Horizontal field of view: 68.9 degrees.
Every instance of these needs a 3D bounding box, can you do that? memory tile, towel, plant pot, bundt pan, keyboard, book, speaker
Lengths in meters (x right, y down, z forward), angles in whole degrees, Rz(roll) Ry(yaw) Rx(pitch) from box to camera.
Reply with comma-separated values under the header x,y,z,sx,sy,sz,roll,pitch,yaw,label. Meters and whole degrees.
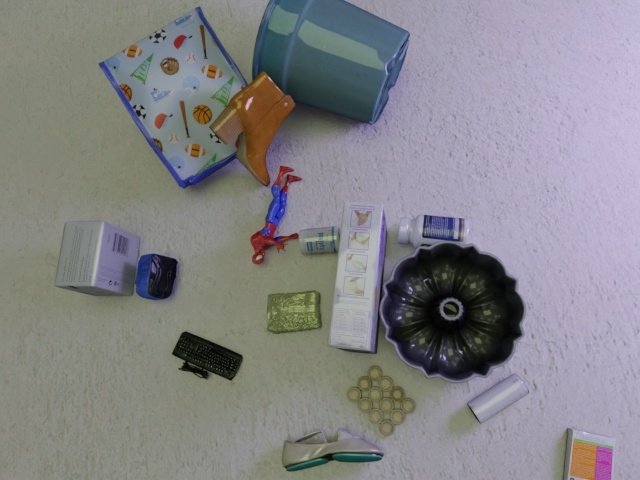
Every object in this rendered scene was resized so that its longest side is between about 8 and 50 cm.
x,y,z,sx,sy,sz,roll,pitch,yaw,label
0.150,0.394,1.154,0.148,0.012,0.113,42,86,18,memory tile
-0.072,0.190,1.241,0.148,0.027,0.109,-6,75,9,towel
0.041,-0.493,1.265,0.334,0.341,0.340,24,80,8,plant pot
0.310,0.172,1.128,0.331,0.124,0.330,-3,75,10,bundt pan
-0.311,0.319,1.244,0.192,0.038,0.100,18,79,15,keyboard
0.597,0.503,1.035,0.097,0.035,0.144,11,77,10,book
0.413,0.370,1.091,0.136,0.055,0.055,-33,72,0,speaker

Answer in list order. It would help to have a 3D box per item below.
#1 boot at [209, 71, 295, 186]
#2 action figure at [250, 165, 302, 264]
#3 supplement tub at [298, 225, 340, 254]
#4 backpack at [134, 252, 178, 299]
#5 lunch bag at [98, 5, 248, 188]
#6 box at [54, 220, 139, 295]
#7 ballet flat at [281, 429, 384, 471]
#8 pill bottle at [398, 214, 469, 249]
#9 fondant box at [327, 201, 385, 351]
x,y,z,sx,sy,sz,roll,pitch,yaw,label
-0.143,-0.286,1.243,0.211,0.295,0.104,-43,58,-2,boot
-0.099,-0.056,1.275,0.139,0.091,0.280,17,78,27,action figure
0.000,0.000,1.257,0.107,0.071,0.070,-6,74,8,supplement tub
-0.461,0.107,1.300,0.101,0.098,0.120,-12,71,37,backpack
-0.360,-0.384,1.334,0.328,0.239,0.385,-33,88,-2,lunch bag
-0.611,0.054,1.293,0.119,0.181,0.181,-1,75,11,box
0.025,0.495,1.119,0.249,0.086,0.086,-11,73,8,ballet flat
0.288,-0.018,1.198,0.170,0.094,0.094,7,76,11,pill bottle
0.098,0.100,1.124,0.096,0.238,0.329,3,76,11,fondant box
